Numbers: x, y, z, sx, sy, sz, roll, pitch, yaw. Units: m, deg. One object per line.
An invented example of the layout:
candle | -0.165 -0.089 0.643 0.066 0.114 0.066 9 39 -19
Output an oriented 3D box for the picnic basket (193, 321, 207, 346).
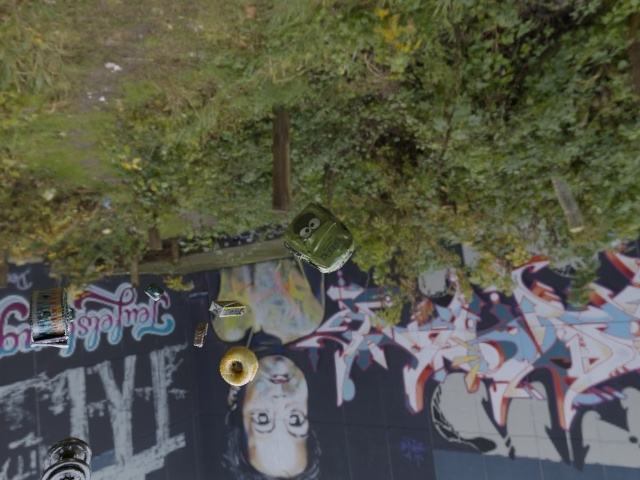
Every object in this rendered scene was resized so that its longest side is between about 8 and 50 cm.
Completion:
picnic basket | -0.659 0.512 2.493 0.054 0.110 0.193 9 180 -7

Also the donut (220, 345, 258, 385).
donut | -0.371 0.567 2.028 0.190 0.174 0.074 -44 176 25

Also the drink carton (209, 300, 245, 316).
drink carton | -0.427 0.312 2.094 0.071 0.056 0.165 28 -171 28

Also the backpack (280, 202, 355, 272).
backpack | 0.000 0.000 1.610 0.253 0.207 0.140 38 172 22

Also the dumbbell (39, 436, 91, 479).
dumbbell | -1.092 0.981 1.950 0.191 0.192 0.290 -4 -166 -26

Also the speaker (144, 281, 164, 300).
speaker | -0.722 0.219 1.985 0.094 0.075 0.060 -23 -153 50

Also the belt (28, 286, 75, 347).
belt | -1.120 0.316 1.904 0.160 0.207 0.295 -4 -166 -28
